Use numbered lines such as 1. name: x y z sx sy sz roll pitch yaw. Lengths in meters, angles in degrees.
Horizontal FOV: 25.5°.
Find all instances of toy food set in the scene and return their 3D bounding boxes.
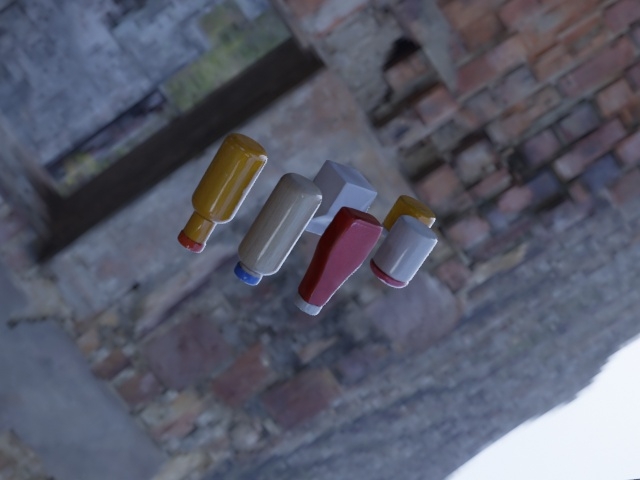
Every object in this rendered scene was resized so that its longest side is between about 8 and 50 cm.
1. toy food set: 0.000 0.000 1.220 0.104 0.232 0.111 -57 -136 18

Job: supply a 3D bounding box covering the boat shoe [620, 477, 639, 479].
1. boat shoe: 0.201 0.162 0.692 0.228 0.080 0.076 0 -116 1
